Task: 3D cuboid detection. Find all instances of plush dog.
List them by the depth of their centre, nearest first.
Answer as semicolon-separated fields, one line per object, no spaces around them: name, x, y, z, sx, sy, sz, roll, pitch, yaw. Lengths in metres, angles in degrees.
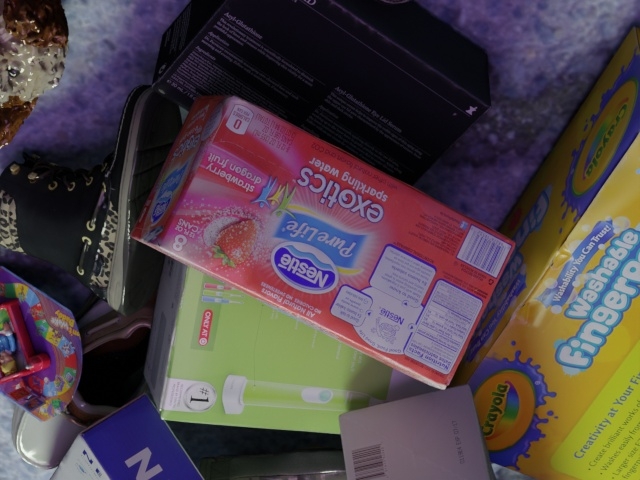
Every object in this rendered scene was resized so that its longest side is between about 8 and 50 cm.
plush dog;-0.346;-0.180;1.755;0.225;0.211;0.262;5;156;-19

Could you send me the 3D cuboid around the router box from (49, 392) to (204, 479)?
router box;-0.148;0.347;1.959;0.335;0.082;0.301;55;157;8

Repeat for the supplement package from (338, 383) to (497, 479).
supplement package;0.115;0.279;1.871;0.133;0.139;0.244;-14;136;6

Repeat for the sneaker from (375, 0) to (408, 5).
sneaker;0.106;-0.344;1.615;0.134;0.146;0.344;16;126;-10

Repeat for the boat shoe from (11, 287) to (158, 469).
boat shoe;-0.248;0.148;2.010;0.113;0.103;0.302;25;123;-15

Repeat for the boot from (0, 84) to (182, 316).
boot;-0.231;-0.060;1.837;0.178;0.085;0.236;23;119;25

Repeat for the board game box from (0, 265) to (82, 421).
board game box;-0.322;0.109;1.967;0.168;0.033;0.133;31;114;24

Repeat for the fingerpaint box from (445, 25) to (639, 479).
fingerpaint box;0.365;0.059;1.892;0.371;0.163;0.445;21;125;-13

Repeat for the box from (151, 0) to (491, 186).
box;0.003;-0.159;1.780;0.261;0.103;0.184;33;124;-20

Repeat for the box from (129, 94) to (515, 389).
box;0.000;0.000;1.715;0.300;0.142;0.154;26;86;-17

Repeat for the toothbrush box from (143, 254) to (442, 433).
toothbrush box;-0.015;0.074;1.875;0.283;0.122;0.206;6;107;-15

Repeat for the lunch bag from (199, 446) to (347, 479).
lunch bag;-0.004;0.327;2.096;0.235;0.169;0.287;-2;131;4
